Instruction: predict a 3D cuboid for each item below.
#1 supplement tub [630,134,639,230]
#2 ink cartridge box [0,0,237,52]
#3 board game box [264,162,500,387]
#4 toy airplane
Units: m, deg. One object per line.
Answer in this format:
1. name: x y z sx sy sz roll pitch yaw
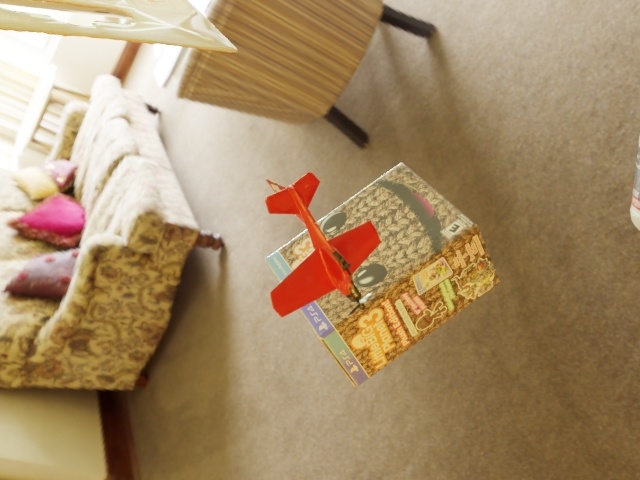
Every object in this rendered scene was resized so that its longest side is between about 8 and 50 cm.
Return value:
1. supplement tub: 0.451 -0.133 0.787 0.191 0.191 0.272 29 122 60
2. ink cartridge box: -0.306 -0.249 0.716 0.385 0.308 0.091 48 129 36
3. board game box: 0.096 0.048 1.186 0.291 0.141 0.232 -36 40 -4
4. toy airplane: 0.000 0.000 0.667 0.028 0.151 0.151 -33 45 52
